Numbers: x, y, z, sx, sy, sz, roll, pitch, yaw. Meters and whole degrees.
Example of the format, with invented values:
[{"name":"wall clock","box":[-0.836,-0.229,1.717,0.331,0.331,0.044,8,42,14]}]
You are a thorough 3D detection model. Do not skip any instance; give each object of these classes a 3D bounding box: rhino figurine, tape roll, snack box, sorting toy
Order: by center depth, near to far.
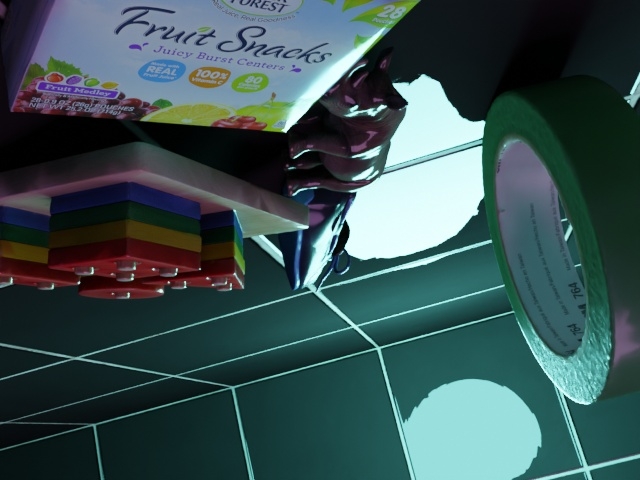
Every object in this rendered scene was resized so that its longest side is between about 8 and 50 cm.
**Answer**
[{"name":"snack box","box":[-0.073,-0.142,0.453,0.207,0.070,0.174,-2,160,-36]},{"name":"rhino figurine","box":[0.022,-0.103,0.642,0.107,0.073,0.243,-6,164,-6]},{"name":"sorting toy","box":[-0.182,0.002,0.692,0.257,0.089,0.255,-8,167,28]},{"name":"tape roll","box":[0.252,-0.001,0.730,0.077,0.321,0.321,-14,163,-1]}]

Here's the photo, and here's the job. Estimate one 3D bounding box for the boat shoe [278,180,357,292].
[{"name":"boat shoe","box":[0.000,0.000,0.905,0.089,0.108,0.258,-14,165,-12]}]
